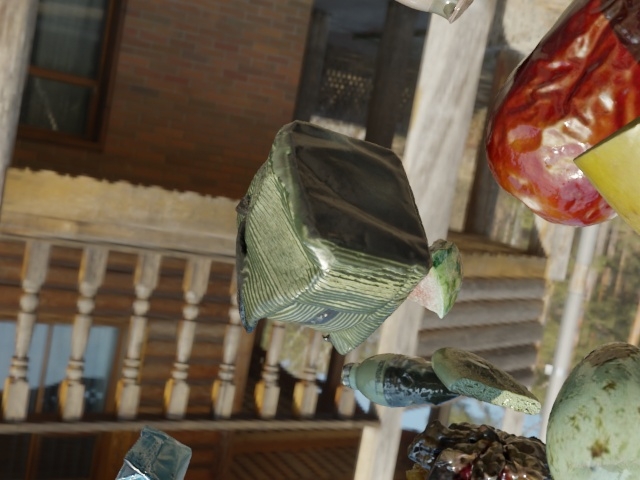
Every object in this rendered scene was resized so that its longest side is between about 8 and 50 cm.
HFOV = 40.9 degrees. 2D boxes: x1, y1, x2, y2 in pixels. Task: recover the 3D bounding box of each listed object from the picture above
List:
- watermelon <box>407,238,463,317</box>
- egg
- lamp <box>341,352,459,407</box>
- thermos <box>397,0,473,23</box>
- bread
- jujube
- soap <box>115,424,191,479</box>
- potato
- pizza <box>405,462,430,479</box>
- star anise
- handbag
[{"bbox_3d":[0.169,0.058,1.402,0.158,0.121,0.098,-17,-153,45],"label":"watermelon"},{"bbox_3d":[0.360,0.231,1.039,0.169,0.231,0.169,8,151,5],"label":"egg"},{"bbox_3d":[0.144,0.252,1.542,0.250,0.101,0.101,0,178,34],"label":"lamp"},{"bbox_3d":[0.164,-0.437,1.399,0.193,0.105,0.137,33,-135,3],"label":"thermos"},{"bbox_3d":[0.224,0.186,1.215,0.193,0.036,0.112,22,-165,-35],"label":"bread"},{"bbox_3d":[0.340,-0.174,1.051,0.223,0.318,0.223,27,-168,-6],"label":"jujube"},{"bbox_3d":[-0.243,0.383,1.086,0.077,0.293,0.156,20,-168,-2],"label":"soap"},{"bbox_3d":[0.319,-0.054,0.674,0.203,0.158,0.178,-35,-179,-44],"label":"potato"},{"bbox_3d":[0.215,0.478,1.487,0.189,0.071,0.297,54,178,26],"label":"pizza"},{"bbox_3d":[0.247,0.323,1.261,0.236,0.109,0.223,1,-165,-9],"label":"star anise"},{"bbox_3d":[0.000,0.000,1.300,0.247,0.240,0.340,16,-143,-23],"label":"handbag"}]
